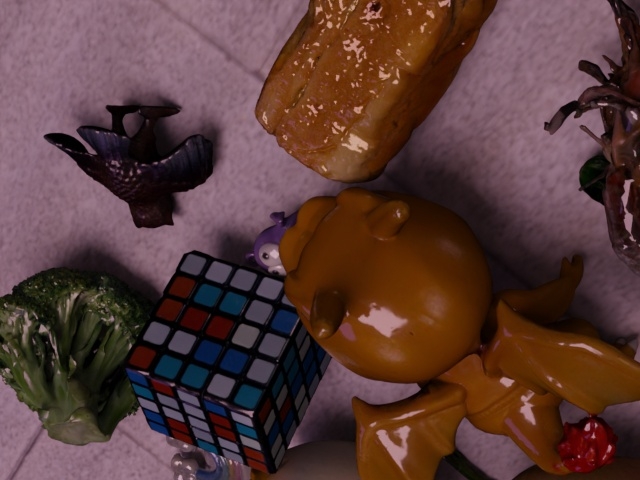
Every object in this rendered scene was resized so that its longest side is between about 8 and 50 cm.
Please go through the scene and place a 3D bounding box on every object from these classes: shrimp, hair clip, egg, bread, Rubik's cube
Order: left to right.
[{"bbox_3d":[-0.150,0.319,1.937,0.140,0.054,0.220,11,122,30],"label":"hair clip"},{"bbox_3d":[-0.109,0.149,1.675,0.187,0.182,0.184,17,152,19],"label":"Rubik's cube"},{"bbox_3d":[0.056,0.334,1.733,0.174,0.264,0.286,-55,50,11],"label":"egg"},{"bbox_3d":[0.058,-0.196,1.420,0.167,0.132,0.294,35,132,4],"label":"bread"},{"bbox_3d":[0.303,-0.118,1.318,0.145,0.116,0.343,-16,95,30],"label":"shrimp"}]

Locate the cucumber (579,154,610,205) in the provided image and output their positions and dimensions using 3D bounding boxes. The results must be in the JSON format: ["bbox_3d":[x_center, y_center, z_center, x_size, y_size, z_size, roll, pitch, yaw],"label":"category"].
[{"bbox_3d":[0.378,-0.037,1.396,0.241,0.074,0.074,17,127,20],"label":"cucumber"}]

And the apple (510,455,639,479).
[{"bbox_3d":[0.325,0.412,1.560,0.319,0.277,0.319,-6,139,-5],"label":"apple"}]

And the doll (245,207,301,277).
[{"bbox_3d":[0.000,0.000,1.629,0.206,0.067,0.110,-17,120,23],"label":"doll"}]

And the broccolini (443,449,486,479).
[{"bbox_3d":[0.194,0.313,1.741,0.254,0.057,0.071,44,173,-1],"label":"broccolini"}]

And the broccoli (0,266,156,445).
[{"bbox_3d":[-0.328,0.158,1.814,0.262,0.241,0.269,-19,141,16],"label":"broccoli"}]

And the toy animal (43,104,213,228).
[{"bbox_3d":[-0.231,-0.079,1.663,0.219,0.116,0.179,3,121,19],"label":"toy animal"}]

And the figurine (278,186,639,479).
[{"bbox_3d":[0.157,0.097,1.470,0.387,0.268,0.401,35,146,-19],"label":"figurine"}]
